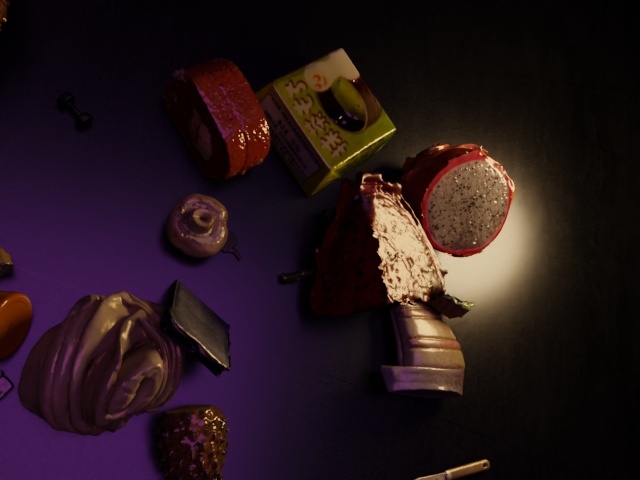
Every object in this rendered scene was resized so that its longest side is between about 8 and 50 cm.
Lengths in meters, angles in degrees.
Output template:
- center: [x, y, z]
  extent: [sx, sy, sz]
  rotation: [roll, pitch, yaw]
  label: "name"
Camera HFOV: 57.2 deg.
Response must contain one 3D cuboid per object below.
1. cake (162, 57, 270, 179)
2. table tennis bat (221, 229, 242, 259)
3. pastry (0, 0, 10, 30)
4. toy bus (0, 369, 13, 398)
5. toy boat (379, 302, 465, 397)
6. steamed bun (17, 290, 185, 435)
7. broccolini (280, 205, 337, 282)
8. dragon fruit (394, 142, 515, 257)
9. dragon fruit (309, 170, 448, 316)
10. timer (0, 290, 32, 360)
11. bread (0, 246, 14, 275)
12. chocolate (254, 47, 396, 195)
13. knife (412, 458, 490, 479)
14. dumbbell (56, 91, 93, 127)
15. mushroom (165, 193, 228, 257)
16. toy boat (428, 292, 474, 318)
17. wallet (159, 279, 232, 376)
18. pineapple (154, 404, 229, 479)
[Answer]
- center: [-0.239, -0.285, 1.362]
  extent: [0.151, 0.177, 0.282]
  rotation: [-28, 89, -28]
  label: "cake"
- center: [-0.213, 0.012, 1.383]
  extent: [0.050, 0.007, 0.083]
  rotation: [-39, 92, -29]
  label: "table tennis bat"
- center: [-0.725, -0.522, 1.109]
  extent: [0.293, 0.405, 0.337]
  rotation: [23, 44, -14]
  label: "pastry"
- center: [-0.642, 0.247, 1.103]
  extent: [0.131, 0.037, 0.052]
  rotation: [42, 67, -9]
  label: "toy bus"
- center: [0.270, 0.273, 1.477]
  extent: [0.276, 0.111, 0.293]
  rotation: [27, 55, -23]
  label: "toy boat"
- center: [-0.404, 0.230, 1.120]
  extent: [0.290, 0.203, 0.275]
  rotation: [13, 68, -19]
  label: "steamed bun"
- center: [-0.005, 0.006, 1.456]
  extent: [0.272, 0.062, 0.123]
  rotation: [-37, 86, -27]
  label: "broccolini"
- center: [0.332, -0.121, 1.557]
  extent: [0.306, 0.226, 0.305]
  rotation: [-8, 110, -23]
  label: "dragon fruit"
- center: [0.122, 0.017, 1.423]
  extent: [0.286, 0.228, 0.328]
  rotation: [-3, 75, -46]
  label: "dragon fruit"
- center: [-0.649, 0.143, 1.100]
  extent: [0.152, 0.132, 0.131]
  rotation: [15, 67, 6]
  label: "timer"
- center: [-0.683, 0.034, 1.120]
  extent: [0.157, 0.083, 0.094]
  rotation: [-17, 80, -30]
  label: "bread"
- center: [0.012, -0.316, 1.508]
  extent: [0.289, 0.137, 0.300]
  rotation: [-36, 91, -28]
  label: "chocolate"
- center: [0.299, 0.591, 1.441]
  extent: [0.298, 0.017, 0.047]
  rotation: [-3, 82, -26]
  label: "knife"
- center: [-0.546, -0.290, 1.303]
  extent: [0.083, 0.040, 0.036]
  rotation: [49, 30, -5]
  label: "dumbbell"
- center: [-0.273, -0.033, 1.310]
  extent: [0.148, 0.112, 0.147]
  rotation: [9, 63, -19]
  label: "mushroom"
- center: [0.268, 0.101, 1.524]
  extent: [0.293, 0.108, 0.099]
  rotation: [43, 92, -7]
  label: "toy boat"
- center: [-0.253, 0.174, 1.201]
  extent: [0.036, 0.222, 0.167]
  rotation: [-44, 109, 5]
  label: "wallet"
- center: [-0.243, 0.487, 1.167]
  extent: [0.170, 0.141, 0.309]
  rotation: [3, 80, -50]
  label: "pineapple"
